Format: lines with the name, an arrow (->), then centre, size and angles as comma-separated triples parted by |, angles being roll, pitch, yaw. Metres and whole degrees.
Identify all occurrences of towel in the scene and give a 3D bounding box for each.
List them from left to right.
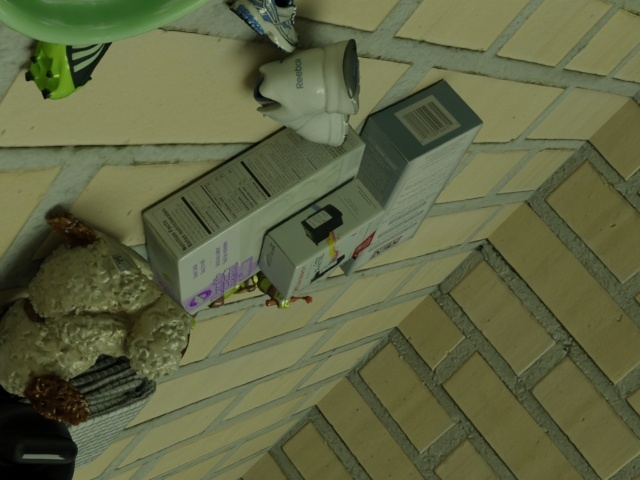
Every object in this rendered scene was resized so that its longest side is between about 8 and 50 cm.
towel -> -0.439, 0.304, 1.602 | 0.235, 0.121, 0.284 | -46, 164, 27

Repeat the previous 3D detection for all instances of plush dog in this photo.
plush dog -> -0.320, 0.101, 1.209 | 0.225, 0.262, 0.210 | -49, 130, -1

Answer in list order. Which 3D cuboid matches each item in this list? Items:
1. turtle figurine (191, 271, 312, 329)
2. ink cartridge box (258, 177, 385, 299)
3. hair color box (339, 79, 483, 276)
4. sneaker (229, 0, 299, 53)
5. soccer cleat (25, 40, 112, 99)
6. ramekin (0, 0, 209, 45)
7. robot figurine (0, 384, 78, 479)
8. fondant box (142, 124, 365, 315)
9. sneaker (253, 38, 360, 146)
turtle figurine -> -0.129, 0.069, 1.592 | 0.217, 0.269, 0.087 | -25, 117, -9
ink cartridge box -> 0.000, 0.000, 1.477 | 0.175, 0.072, 0.127 | -33, 164, -22
hair color box -> 0.132, -0.104, 1.748 | 0.185, 0.113, 0.374 | -29, 160, -30
sneaker -> -0.047, -0.254, 1.089 | 0.058, 0.052, 0.135 | -50, 164, 10
soccer cleat -> -0.217, -0.198, 0.876 | 0.072, 0.060, 0.179 | -37, 173, -42
ramekin -> -0.135, -0.291, 0.633 | 0.303, 0.148, 0.303 | -36, 163, -12
robot figurine -> -0.456, 0.303, 1.329 | 0.278, 0.173, 0.209 | -1, -140, 42
fondant box -> -0.100, -0.039, 1.456 | 0.330, 0.096, 0.238 | -32, 162, -19
sneaker -> -0.021, -0.191, 1.244 | 0.129, 0.111, 0.297 | -2, 172, -2
